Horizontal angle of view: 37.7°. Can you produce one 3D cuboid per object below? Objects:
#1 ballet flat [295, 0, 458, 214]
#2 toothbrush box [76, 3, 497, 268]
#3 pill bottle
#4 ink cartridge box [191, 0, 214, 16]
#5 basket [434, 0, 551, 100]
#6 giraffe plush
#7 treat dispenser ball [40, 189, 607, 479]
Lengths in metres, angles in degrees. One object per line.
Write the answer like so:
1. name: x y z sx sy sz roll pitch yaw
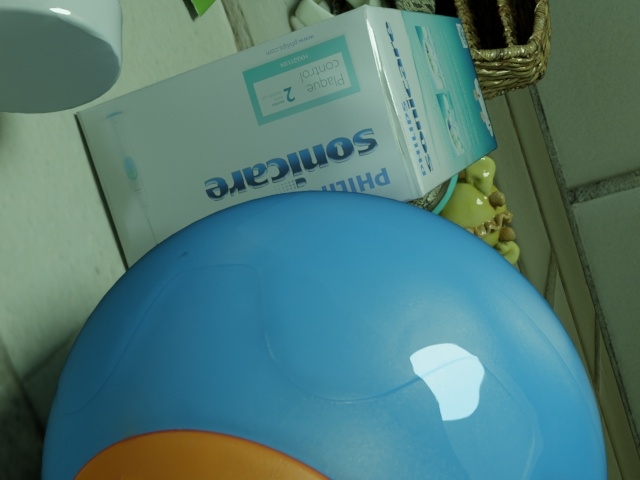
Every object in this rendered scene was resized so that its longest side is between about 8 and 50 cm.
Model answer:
1. ballet flat: 0.042 -0.193 1.034 0.182 0.164 0.482 40 29 -22
2. toothbrush box: -0.004 -0.082 0.718 0.295 0.216 0.126 -32 106 -66
3. pill bottle: -0.163 -0.193 0.511 0.131 0.131 0.229 33 46 -60
4. ink cartridge box: -0.077 -0.339 0.867 0.255 0.097 0.188 -70 140 -57
5. basket: 0.283 -0.426 1.651 0.223 0.214 0.299 36 43 -59
6. giraffe plush: 0.137 -0.034 1.090 0.181 0.171 0.210 52 31 -46
7. treat dispenser ball: 0.002 0.117 0.497 0.288 0.288 0.288 49 34 -49
